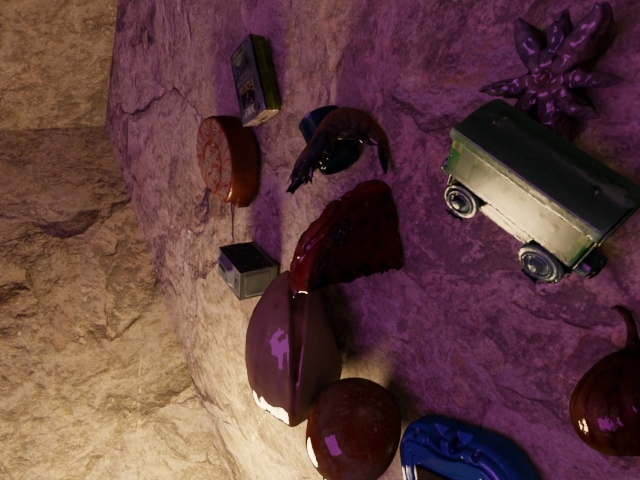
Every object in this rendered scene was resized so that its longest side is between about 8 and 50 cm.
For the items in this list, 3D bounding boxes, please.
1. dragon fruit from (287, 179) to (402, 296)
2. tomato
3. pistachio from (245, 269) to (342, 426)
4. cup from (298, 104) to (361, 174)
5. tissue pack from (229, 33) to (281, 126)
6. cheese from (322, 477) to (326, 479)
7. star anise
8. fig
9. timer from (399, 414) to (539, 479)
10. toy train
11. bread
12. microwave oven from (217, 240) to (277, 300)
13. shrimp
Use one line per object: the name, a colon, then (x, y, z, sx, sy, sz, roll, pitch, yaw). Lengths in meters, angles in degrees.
dragon fruit: (-0.002, -0.010, 1.176, 0.329, 0.286, 0.227, 3, 107, 63)
tomato: (0.072, 0.481, 1.188, 0.223, 0.270, 0.270, 27, 133, 2)
pistachio: (-0.077, 0.310, 1.360, 0.365, 0.282, 0.445, 158, 114, -84)
cup: (0.031, -0.256, 1.162, 0.150, 0.114, 0.138, -42, 68, 54)
tissue pack: (-0.209, -0.496, 1.464, 0.173, 0.073, 0.235, -9, 93, 57)
cheese: (0.068, 0.676, 1.436, 0.204, 0.083, 0.320, 40, 129, 39)
star anise: (0.355, -0.250, 0.716, 0.229, 0.093, 0.236, 65, 146, 17)
fig: (0.465, 0.227, 0.679, 0.149, 0.148, 0.202, 33, 98, 4)
timer: (0.316, 0.561, 1.021, 0.340, 0.115, 0.308, -6, 92, 56)
toy train: (0.321, -0.071, 0.725, 0.301, 0.120, 0.202, 45, 159, 26)
bread: (-0.338, -0.297, 1.676, 0.327, 0.114, 0.295, 45, 135, 40)
microwave oven: (-0.265, 0.102, 1.663, 0.208, 0.162, 0.122, 38, 130, 48)
shrimp: (0.049, -0.180, 1.080, 0.198, 0.262, 0.051, 36, 174, 10)
